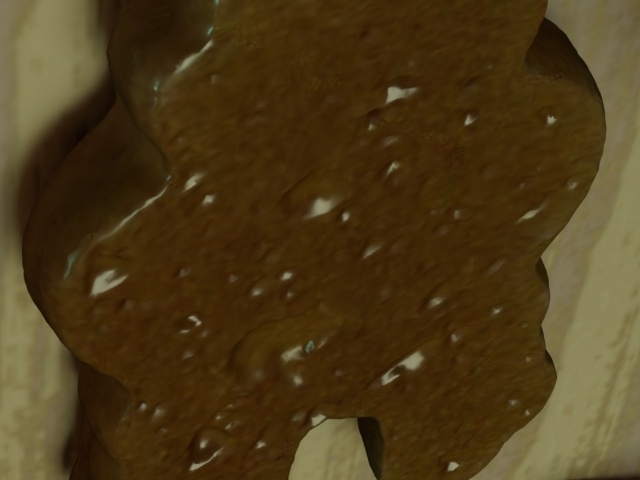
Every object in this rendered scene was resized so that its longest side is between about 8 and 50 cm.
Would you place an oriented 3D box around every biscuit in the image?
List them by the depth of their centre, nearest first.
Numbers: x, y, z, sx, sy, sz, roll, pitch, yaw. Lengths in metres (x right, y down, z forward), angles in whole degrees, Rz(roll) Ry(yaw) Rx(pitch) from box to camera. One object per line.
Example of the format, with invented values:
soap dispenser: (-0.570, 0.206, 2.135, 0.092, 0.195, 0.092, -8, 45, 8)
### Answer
biscuit: (0.000, 0.000, 0.670, 0.202, 0.047, 0.334, -20, 145, -15)
